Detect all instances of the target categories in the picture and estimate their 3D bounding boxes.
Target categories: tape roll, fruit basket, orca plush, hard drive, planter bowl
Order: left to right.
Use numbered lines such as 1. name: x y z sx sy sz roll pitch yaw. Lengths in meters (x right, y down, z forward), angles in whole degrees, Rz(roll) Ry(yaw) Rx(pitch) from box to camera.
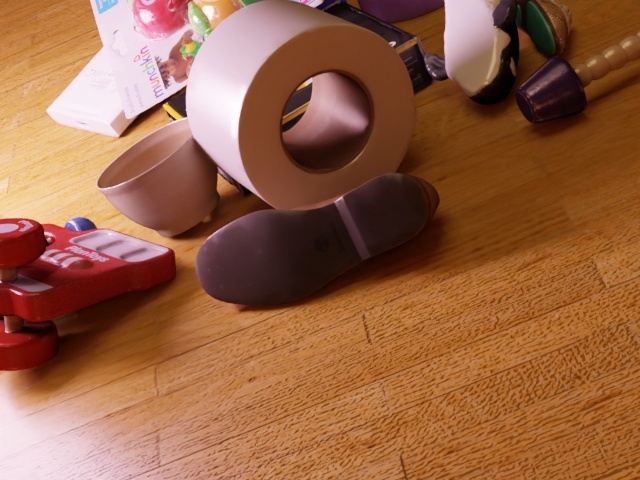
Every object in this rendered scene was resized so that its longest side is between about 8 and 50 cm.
1. hard drive: -0.297 -0.304 2.297 0.203 0.040 0.307 16 61 49
2. planter bowl: -0.201 -0.074 1.846 0.162 0.109 0.162 -27 22 12
3. fruit basket: -0.193 -0.389 2.158 0.353 0.165 0.327 -26 50 6
4. tape roll: -0.027 -0.167 1.741 0.246 0.246 0.169 -34 31 -14
5. tape roll: 0.140 -0.424 2.182 0.189 0.080 0.189 -18 31 11
6. orca plush: 0.217 -0.272 1.888 0.151 0.102 0.287 -49 37 15

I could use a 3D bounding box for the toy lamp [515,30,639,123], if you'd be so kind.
1. toy lamp: 0.367 -0.225 1.709 0.274 0.080 0.080 -27 30 -6

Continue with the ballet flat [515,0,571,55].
1. ballet flat: 0.302 -0.308 1.897 0.067 0.073 0.206 -15 32 -12

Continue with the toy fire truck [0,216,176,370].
1. toy fire truck: -0.363 0.036 1.789 0.253 0.169 0.302 -17 21 -39

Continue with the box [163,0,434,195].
1. box: -0.036 -0.211 1.985 0.322 0.079 0.257 -32 29 -10

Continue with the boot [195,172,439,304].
1. boot: 0.000 0.000 1.639 0.305 0.112 0.115 -19 0 20

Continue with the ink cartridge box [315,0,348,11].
1. ink cartridge box: -0.076 -0.397 2.323 0.175 0.069 0.371 -30 33 -7
